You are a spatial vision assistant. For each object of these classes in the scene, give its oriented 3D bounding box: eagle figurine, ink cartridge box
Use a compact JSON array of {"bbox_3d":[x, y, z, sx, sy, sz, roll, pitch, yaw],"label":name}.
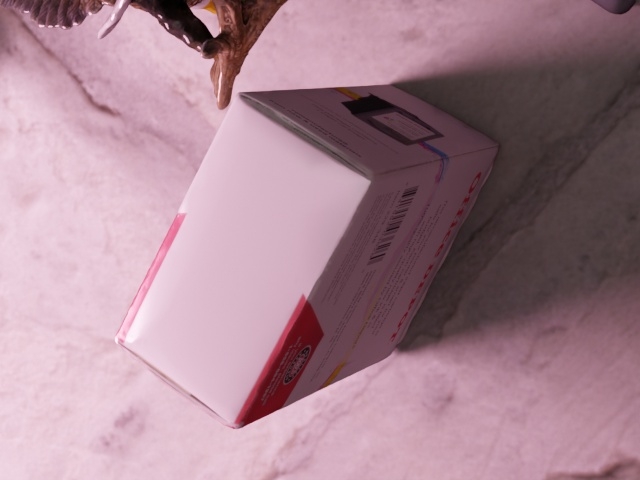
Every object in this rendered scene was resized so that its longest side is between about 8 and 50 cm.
[{"bbox_3d":[-0.150,-0.248,1.352,0.298,0.226,0.225,43,152,23],"label":"eagle figurine"},{"bbox_3d":[0.000,0.000,1.279,0.131,0.306,0.226,32,107,15],"label":"ink cartridge box"}]

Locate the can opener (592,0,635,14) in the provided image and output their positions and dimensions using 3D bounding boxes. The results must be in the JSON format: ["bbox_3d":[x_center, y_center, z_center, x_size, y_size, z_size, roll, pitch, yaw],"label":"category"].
[{"bbox_3d":[0.146,-0.282,1.306,0.280,0.093,0.074,36,108,8],"label":"can opener"}]
